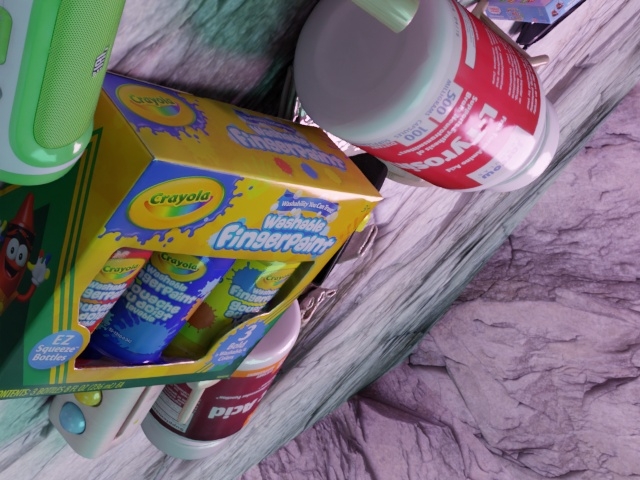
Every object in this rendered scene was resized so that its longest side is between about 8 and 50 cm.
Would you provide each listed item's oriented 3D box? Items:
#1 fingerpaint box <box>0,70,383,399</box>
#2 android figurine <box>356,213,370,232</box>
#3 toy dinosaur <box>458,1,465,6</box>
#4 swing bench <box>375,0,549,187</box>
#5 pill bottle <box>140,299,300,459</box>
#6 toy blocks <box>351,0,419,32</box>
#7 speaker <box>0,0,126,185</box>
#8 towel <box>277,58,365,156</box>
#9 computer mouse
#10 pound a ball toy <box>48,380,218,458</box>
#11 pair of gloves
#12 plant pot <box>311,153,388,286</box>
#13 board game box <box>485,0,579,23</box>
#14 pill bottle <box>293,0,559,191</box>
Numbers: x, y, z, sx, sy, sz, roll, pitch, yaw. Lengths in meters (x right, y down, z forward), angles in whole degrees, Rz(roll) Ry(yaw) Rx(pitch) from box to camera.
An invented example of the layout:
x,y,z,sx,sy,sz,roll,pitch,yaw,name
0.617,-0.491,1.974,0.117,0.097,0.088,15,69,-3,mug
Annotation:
x,y,z,sx,sy,sz,roll,pitch,yaw,name
-0.186,0.012,1.220,0.371,0.163,0.444,-50,152,20,fingerpaint box
0.000,0.000,1.978,0.248,0.056,0.273,-32,162,-34,android figurine
0.191,-0.367,1.538,0.082,0.047,0.090,-8,156,-35,toy dinosaur
0.218,-0.238,1.700,0.254,0.165,0.253,-34,162,-29,swing bench
-0.197,0.222,1.750,0.224,0.224,0.392,-31,159,-39,pill bottle
0.079,-0.407,0.914,0.309,0.260,0.288,-64,-161,-14,toy blocks
-0.231,-0.182,0.821,0.131,0.131,0.296,-29,159,-41,speaker
0.039,-0.205,1.460,0.282,0.049,0.187,-18,135,-44,towel
0.406,-0.418,1.903,0.262,0.060,0.184,-42,173,40,computer mouse
-0.303,0.236,1.558,0.135,0.208,0.319,-24,156,-50,pound a ball toy
-0.005,0.065,1.799,0.240,0.042,0.204,-53,-166,-18,pair of gloves
-0.002,-0.077,1.579,0.167,0.188,0.187,-45,169,-43,plant pot
0.406,-0.446,1.678,0.211,0.160,0.039,-40,120,-16,board game box
0.168,-0.198,1.358,0.229,0.229,0.407,-49,144,18,pill bottle
